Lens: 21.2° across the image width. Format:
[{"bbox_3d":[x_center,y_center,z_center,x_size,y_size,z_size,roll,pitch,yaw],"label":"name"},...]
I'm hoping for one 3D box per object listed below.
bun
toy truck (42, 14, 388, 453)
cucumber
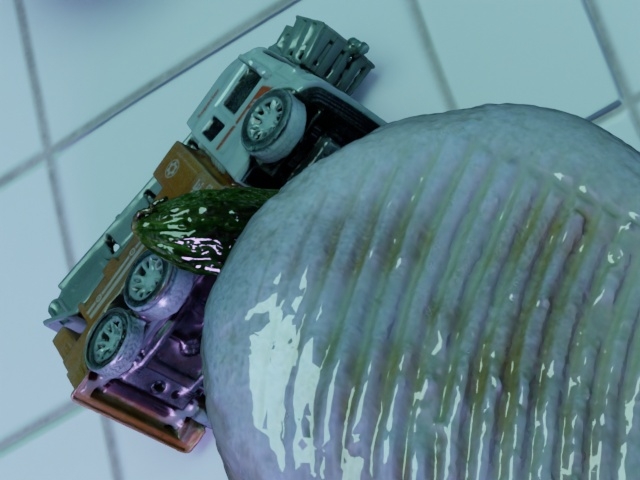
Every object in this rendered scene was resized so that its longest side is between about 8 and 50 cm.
[{"bbox_3d":[0.105,0.092,1.086,0.361,0.211,0.362,-1,67,3],"label":"bun"},{"bbox_3d":[-0.074,-0.023,1.324,0.338,0.133,0.184,-54,38,7],"label":"toy truck"},{"bbox_3d":[0.001,-0.001,1.206,0.077,0.265,0.077,-176,90,-64],"label":"cucumber"}]
